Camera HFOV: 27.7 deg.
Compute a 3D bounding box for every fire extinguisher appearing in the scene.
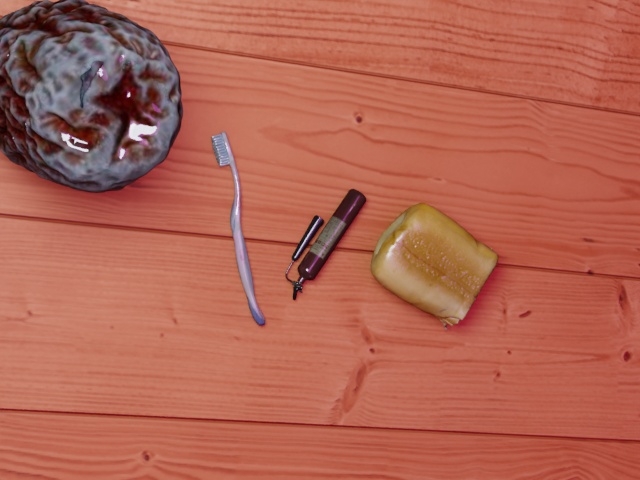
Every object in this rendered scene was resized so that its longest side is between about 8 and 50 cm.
[{"bbox_3d":[0.000,0.000,1.795,0.049,0.035,0.173,38,77,-21],"label":"fire extinguisher"}]

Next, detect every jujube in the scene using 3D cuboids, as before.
[{"bbox_3d":[-0.289,-0.173,1.538,0.226,0.317,0.226,-7,103,-30],"label":"jujube"}]

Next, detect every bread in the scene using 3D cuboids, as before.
[{"bbox_3d":[0.155,0.032,1.824,0.173,0.085,0.134,36,84,-19],"label":"bread"}]

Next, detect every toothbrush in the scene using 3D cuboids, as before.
[{"bbox_3d":[-0.109,-0.014,1.760,0.027,0.021,0.269,-12,97,-6],"label":"toothbrush"}]
